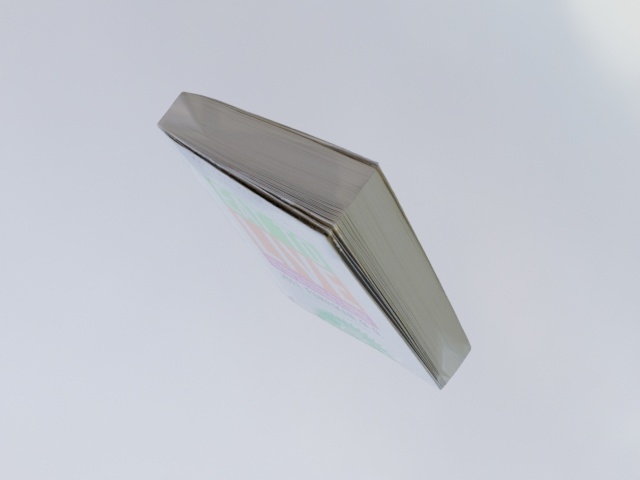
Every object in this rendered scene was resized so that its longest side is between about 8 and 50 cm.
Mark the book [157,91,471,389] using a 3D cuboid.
[{"bbox_3d":[0.000,0.000,0.789,0.096,0.035,0.144,28,165,33],"label":"book"}]
